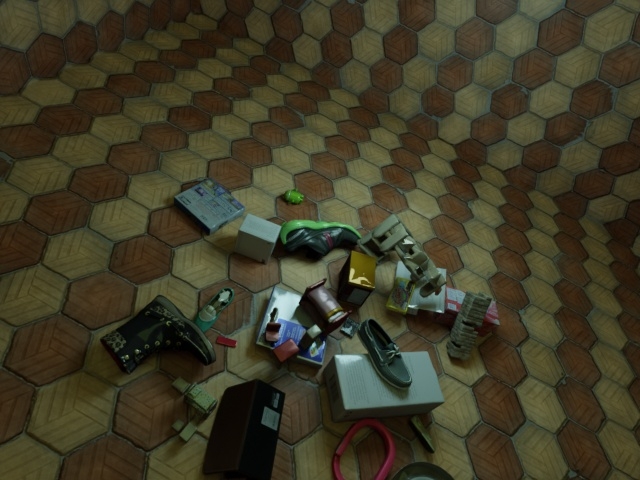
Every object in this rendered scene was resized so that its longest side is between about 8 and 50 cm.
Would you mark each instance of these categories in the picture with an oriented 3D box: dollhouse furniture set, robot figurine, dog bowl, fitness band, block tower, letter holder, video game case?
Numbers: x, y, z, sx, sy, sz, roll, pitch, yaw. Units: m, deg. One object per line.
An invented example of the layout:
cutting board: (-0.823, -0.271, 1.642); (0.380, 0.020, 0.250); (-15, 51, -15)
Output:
dollhouse furniture set: (-0.494, 0.596, 1.447); (0.182, 0.101, 0.161); (35, 48, 8)
robot figurine: (-0.157, -0.250, 2.304); (0.115, 0.067, 0.101); (17, 60, -8)
dog bowl: (0.376, 1.006, 1.458); (0.348, 0.102, 0.349); (11, 49, -13)
fitness band: (0.168, 0.835, 1.554); (0.209, 0.054, 0.291); (41, 50, 10)
dollhouse furniture set: (-0.075, 0.342, 1.704); (0.374, 0.152, 0.201); (-26, 66, -36)
block tower: (0.718, 0.408, 1.961); (0.097, 0.335, 0.091); (17, 9, -8)
letter holder: (-0.274, 0.688, 1.447); (0.152, 0.214, 0.302); (41, 39, -31)
dollhouse furniture set: (0.366, 0.072, 2.003); (0.362, 0.256, 0.394); (45, 14, -27)
video game case: (-0.573, -0.181, 2.085); (0.269, 0.061, 0.244); (40, 50, 12)

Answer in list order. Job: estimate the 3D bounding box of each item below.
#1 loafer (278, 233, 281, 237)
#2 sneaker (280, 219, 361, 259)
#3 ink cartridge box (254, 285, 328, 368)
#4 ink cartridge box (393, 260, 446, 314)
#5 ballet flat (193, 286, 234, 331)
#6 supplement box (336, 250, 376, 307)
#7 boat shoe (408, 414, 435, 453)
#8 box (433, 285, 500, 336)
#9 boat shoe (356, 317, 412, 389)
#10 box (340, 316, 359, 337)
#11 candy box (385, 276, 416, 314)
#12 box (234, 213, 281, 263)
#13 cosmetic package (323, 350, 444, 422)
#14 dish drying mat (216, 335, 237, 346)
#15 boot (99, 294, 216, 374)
loafer: (-0.191, -0.012, 2.117); (0.125, 0.045, 0.039); (19, 64, 1)
sneaker: (0.000, 0.000, 2.121); (0.483, 0.185, 0.202); (2, 88, -30)
ink cartridge box: (-0.110, 0.386, 1.802); (0.307, 0.072, 0.303); (19, 49, -4)
ink cartridge box: (0.516, 0.255, 2.110); (0.261, 0.066, 0.296); (10, 47, 11)
ballet flat: (-0.459, 0.287, 1.726); (0.083, 0.087, 0.247); (33, 48, 6)
supplement box: (0.175, 0.193, 1.985); (0.129, 0.194, 0.191); (16, 48, -8)
boat shoe: (0.431, 0.807, 1.677); (0.048, 0.056, 0.153); (-20, 55, -28)
box: (0.758, 0.371, 2.107); (0.300, 0.142, 0.154); (17, 48, -8)
boat shoe: (0.268, 0.459, 1.652); (0.116, 0.099, 0.319); (-17, 57, -34)
box: (0.139, 0.412, 1.909); (0.067, 0.018, 0.083); (31, 48, 4)
candy box: (0.407, 0.275, 2.030); (0.105, 0.027, 0.206); (13, 47, 20)
box: (-0.308, -0.006, 1.965); (0.182, 0.181, 0.119); (21, 47, -4)
cosmetic package: (0.262, 0.611, 1.697); (0.453, 0.161, 0.230); (4, 49, -18)
dish drying mat: (-0.394, 0.426, 1.691); (0.083, 0.008, 0.032); (16, 47, -8)
boot: (-0.614, 0.403, 1.533); (0.377, 0.138, 0.284); (39, 48, 17)
